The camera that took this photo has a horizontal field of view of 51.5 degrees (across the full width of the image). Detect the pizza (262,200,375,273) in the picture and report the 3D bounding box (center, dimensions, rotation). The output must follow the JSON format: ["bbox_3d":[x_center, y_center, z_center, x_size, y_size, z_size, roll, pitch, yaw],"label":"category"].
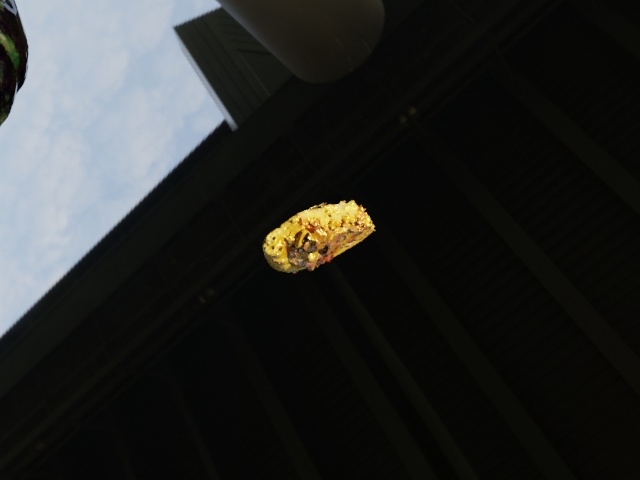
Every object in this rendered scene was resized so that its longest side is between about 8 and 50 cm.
[{"bbox_3d":[0.002,0.001,0.988,0.058,0.246,0.127,45,-67,19],"label":"pizza"}]

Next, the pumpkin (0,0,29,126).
[{"bbox_3d":[-0.471,-0.219,0.637,0.266,0.363,0.363,-22,-116,29],"label":"pumpkin"}]
